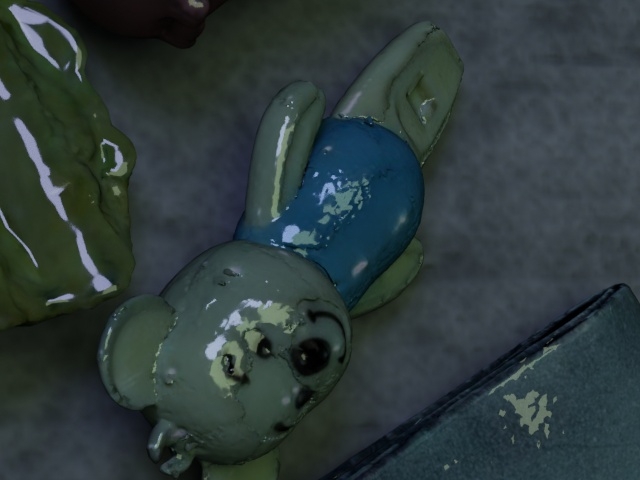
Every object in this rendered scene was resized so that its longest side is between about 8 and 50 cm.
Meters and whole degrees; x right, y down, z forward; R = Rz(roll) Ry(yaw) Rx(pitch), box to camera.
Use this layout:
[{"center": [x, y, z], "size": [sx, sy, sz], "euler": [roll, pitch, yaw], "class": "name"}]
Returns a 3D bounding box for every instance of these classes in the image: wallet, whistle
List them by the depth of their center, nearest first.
[{"center": [0.000, 0.000, 0.660], "size": [0.236, 0.077, 0.114], "euler": [-55, 127, -29], "class": "whistle"}, {"center": [0.083, 0.189, 0.669], "size": [0.290, 0.054, 0.251], "euler": [-32, 96, -24], "class": "wallet"}]

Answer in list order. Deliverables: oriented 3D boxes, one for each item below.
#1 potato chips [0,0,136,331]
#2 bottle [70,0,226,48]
[{"center": [-0.277, -0.024, 0.544], "size": [0.389, 0.097, 0.373], "euler": [39, 68, -12], "class": "potato chips"}, {"center": [-0.015, -0.172, 0.666], "size": [0.233, 0.110, 0.110], "euler": [-41, 97, -22], "class": "bottle"}]
